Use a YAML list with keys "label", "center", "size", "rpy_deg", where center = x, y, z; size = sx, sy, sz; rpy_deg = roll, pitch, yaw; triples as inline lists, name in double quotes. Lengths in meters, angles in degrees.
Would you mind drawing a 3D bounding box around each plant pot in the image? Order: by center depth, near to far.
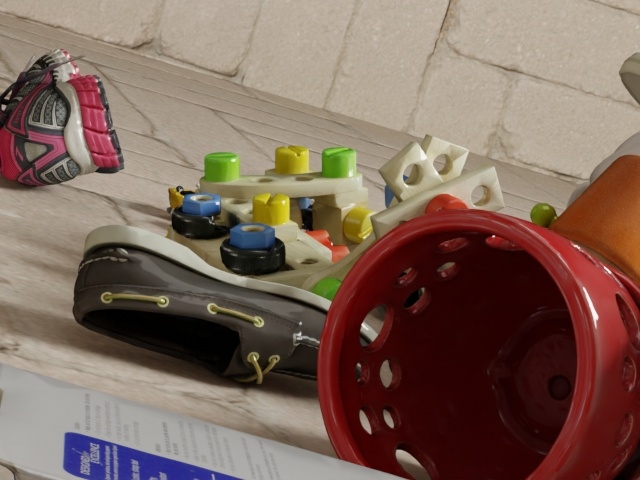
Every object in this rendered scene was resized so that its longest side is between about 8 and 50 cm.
- label: "plant pot"
  center: [0.121, 0.082, 1.212]
  size: [0.191, 0.191, 0.174]
  rpy_deg: [24, 8, 34]

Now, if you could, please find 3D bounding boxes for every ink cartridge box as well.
- label: "ink cartridge box"
  center: [-0.037, 0.141, 0.946]
  size: [0.333, 0.065, 0.165]
  rpy_deg: [18, 9, -9]

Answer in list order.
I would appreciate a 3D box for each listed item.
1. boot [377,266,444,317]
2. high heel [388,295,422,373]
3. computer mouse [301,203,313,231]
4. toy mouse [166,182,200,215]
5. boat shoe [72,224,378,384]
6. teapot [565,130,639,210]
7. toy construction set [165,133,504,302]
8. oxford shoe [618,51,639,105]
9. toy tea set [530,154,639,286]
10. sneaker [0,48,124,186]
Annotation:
- label: "boot"
  center: [0.119, 0.032, 1.837]
  size: [0.208, 0.076, 0.189]
  rpy_deg: [5, 30, -36]
- label: "high heel"
  center: [0.216, 0.106, 1.495]
  size: [0.181, 0.127, 0.377]
  rpy_deg: [33, 20, 37]
- label: "computer mouse"
  center: [0.066, 0.012, 1.968]
  size: [0.184, 0.060, 0.262]
  rpy_deg: [16, 0, -9]
- label: "toy mouse"
  center: [-0.087, -0.015, 1.891]
  size: [0.143, 0.031, 0.161]
  rpy_deg: [20, 9, 14]
- label: "boat shoe"
  center: [-0.064, 0.063, 1.360]
  size: [0.228, 0.068, 0.081]
  rpy_deg: [21, -33, -15]
- label: "teapot"
  center: [0.334, -0.031, 1.805]
  size: [0.256, 0.187, 0.252]
  rpy_deg: [-20, -19, 13]
- label: "toy construction set"
  center: [0.000, 0.000, 1.525]
  size: [0.215, 0.151, 0.328]
  rpy_deg: [-7, 3, -24]
- label: "oxford shoe"
  center: [0.433, -0.011, 1.952]
  size: [0.449, 0.130, 0.169]
  rpy_deg: [52, 9, 19]
- label: "toy tea set"
  center: [0.296, 0.054, 1.374]
  size: [0.200, 0.124, 0.336]
  rpy_deg: [47, -17, -32]
- label: "sneaker"
  center: [-0.276, -0.117, 1.900]
  size: [0.112, 0.121, 0.299]
  rpy_deg: [-16, 10, -13]
